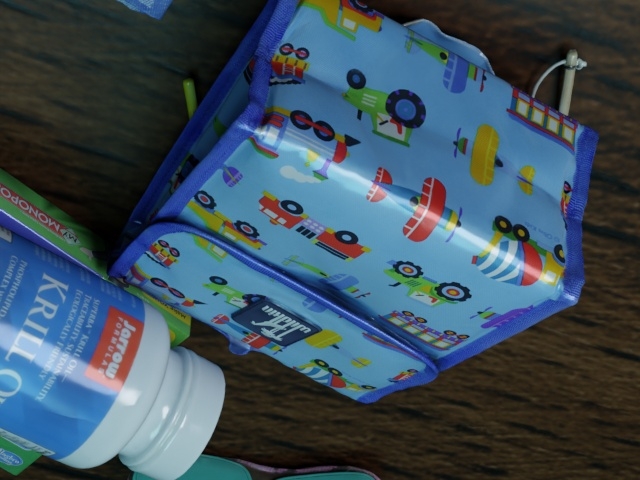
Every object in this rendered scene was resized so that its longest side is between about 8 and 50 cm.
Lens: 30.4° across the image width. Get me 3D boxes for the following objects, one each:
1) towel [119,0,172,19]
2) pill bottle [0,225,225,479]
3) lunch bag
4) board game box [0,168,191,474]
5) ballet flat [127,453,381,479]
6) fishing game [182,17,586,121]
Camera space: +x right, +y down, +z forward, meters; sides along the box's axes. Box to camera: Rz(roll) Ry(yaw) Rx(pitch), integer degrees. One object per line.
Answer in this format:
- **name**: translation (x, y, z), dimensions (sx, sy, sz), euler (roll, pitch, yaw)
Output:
- **towel**: translation (-0.158, -0.264, 0.635), dimensions (0.285, 0.034, 0.209), euler (28, 122, -23)
- **pill bottle**: translation (-0.179, 0.077, 0.789), dimensions (0.222, 0.124, 0.124), euler (30, 121, -25)
- **lunch bag**: translation (0.000, 0.000, 0.776), dimensions (0.221, 0.138, 0.293), euler (26, 143, -15)
- **board game box**: translation (-0.282, 0.032, 0.855), dimensions (0.213, 0.046, 0.317), euler (-39, 120, 25)
- **ballet flat**: translation (-0.054, 0.228, 1.012), dimensions (0.222, 0.076, 0.079), euler (3, 148, -6)
- **fishing game**: translation (0.042, -0.066, 0.799), dimensions (0.264, 0.041, 0.189), euler (-1, 131, -2)
